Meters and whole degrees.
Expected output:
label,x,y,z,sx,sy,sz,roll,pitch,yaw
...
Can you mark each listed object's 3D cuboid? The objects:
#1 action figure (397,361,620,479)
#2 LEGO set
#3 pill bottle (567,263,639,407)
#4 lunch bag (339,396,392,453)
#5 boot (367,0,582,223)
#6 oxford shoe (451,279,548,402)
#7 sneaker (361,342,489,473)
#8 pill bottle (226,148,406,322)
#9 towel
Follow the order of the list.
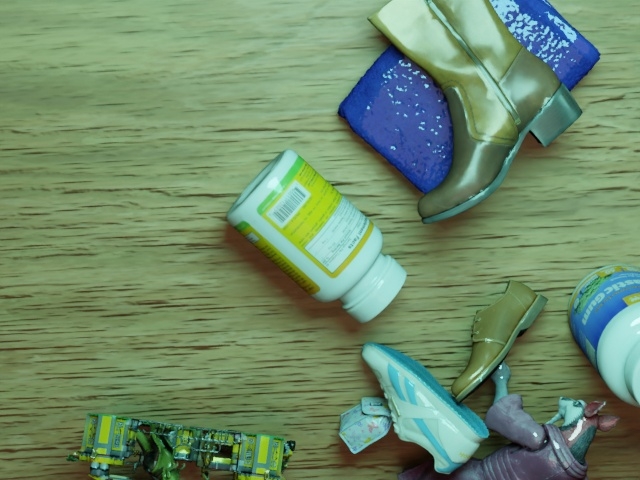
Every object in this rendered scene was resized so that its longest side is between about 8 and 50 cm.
label,x,y,z,sx,sy,sz,roll,pitch,yaw
action figure,0.266,0.344,1.495,0.248,0.276,0.370,45,114,-5
LEGO set,-0.206,0.364,1.490,0.331,0.255,0.192,10,77,-14
pill bottle,0.444,0.139,1.428,0.152,0.272,0.152,0,104,-1
lunch bag,0.072,0.271,1.564,0.083,0.071,0.053,-31,100,11
boot,0.162,-0.194,1.363,0.264,0.096,0.280,-41,94,11
oxford shoe,0.243,0.145,1.505,0.076,0.076,0.212,36,65,8
sneaker,0.132,0.236,1.503,0.228,0.087,0.092,44,104,30
pill bottle,0.000,0.000,1.460,0.245,0.136,0.136,42,100,-10
towel,0.202,-0.220,1.443,0.227,0.076,0.308,42,101,-3
